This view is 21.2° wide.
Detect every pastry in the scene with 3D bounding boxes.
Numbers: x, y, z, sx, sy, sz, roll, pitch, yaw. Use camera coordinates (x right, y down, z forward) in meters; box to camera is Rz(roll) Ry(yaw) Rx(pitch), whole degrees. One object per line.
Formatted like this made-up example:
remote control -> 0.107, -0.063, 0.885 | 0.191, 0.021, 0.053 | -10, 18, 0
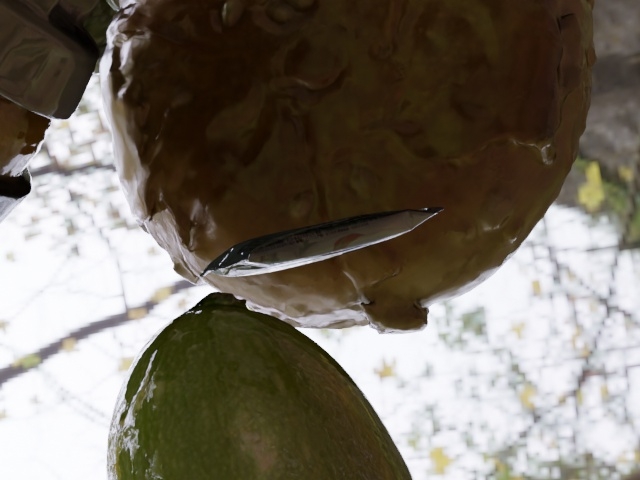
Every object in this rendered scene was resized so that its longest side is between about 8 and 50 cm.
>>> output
pastry -> 0.018, -0.100, 0.988 | 0.184, 0.284, 0.316 | 30, -119, -74

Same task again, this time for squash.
squash -> -0.016, 0.105, 0.612 | 0.123, 0.123, 0.187 | -2, -116, -51

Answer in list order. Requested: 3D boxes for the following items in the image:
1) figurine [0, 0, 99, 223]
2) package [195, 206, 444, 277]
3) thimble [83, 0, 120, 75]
figurine -> -0.187, -0.082, 0.815 | 0.308, 0.143, 0.308 | -39, -29, -26
package -> 0.000, 0.000, 0.708 | 0.110, 0.037, 0.015 | -13, -95, -37
thimble -> -0.192, -0.257, 1.206 | 0.150, 0.271, 0.271 | -50, -59, -24
